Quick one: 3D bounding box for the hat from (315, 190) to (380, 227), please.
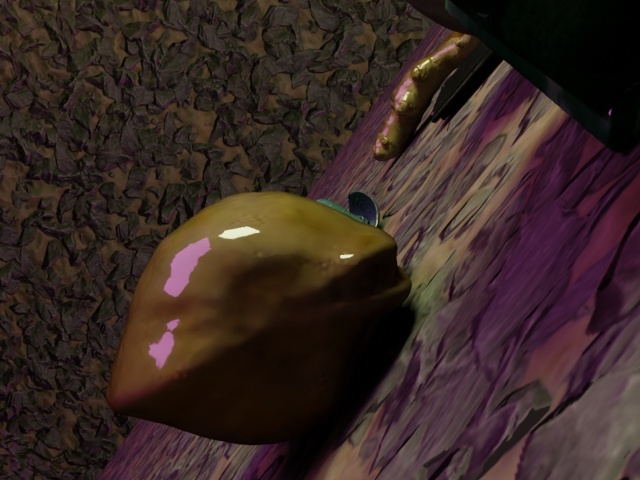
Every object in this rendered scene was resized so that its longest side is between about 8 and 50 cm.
[{"bbox_3d":[0.000,0.000,1.080,0.138,0.078,0.191,-53,4,-18],"label":"hat"}]

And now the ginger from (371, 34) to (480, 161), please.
[{"bbox_3d":[0.139,-0.208,1.262,0.089,0.075,0.288,-25,-22,-42],"label":"ginger"}]

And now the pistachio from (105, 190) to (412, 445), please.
[{"bbox_3d":[-0.047,0.050,0.693,0.213,0.162,0.260,-21,2,-1],"label":"pistachio"}]

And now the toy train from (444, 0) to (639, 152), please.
[{"bbox_3d":[0.078,-0.182,0.490,0.145,0.202,0.266,-53,27,17],"label":"toy train"}]

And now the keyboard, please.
[{"bbox_3d":[0.195,-0.220,1.069,0.230,0.025,0.093,-50,8,43],"label":"keyboard"}]

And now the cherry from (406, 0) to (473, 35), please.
[{"bbox_3d":[0.140,-0.271,0.816,0.266,0.213,0.183,-1,69,48],"label":"cherry"}]

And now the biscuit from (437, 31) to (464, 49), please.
[{"bbox_3d":[0.176,-0.264,1.549,0.144,0.033,0.224,-50,7,47],"label":"biscuit"}]
